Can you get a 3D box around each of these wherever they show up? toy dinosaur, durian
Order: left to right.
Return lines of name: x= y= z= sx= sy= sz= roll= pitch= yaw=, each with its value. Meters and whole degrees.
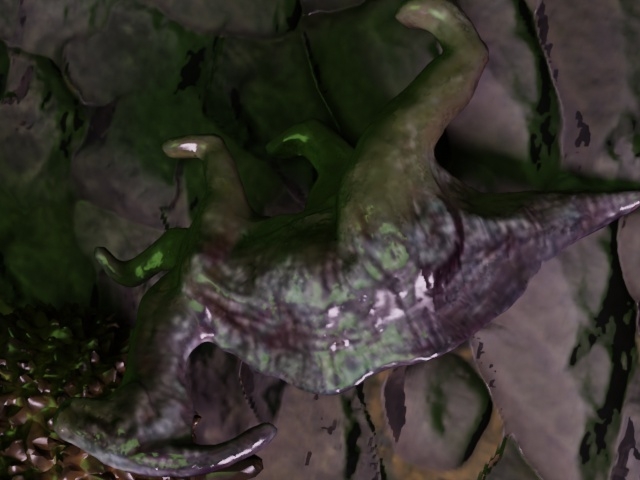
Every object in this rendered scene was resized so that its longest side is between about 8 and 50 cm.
durian: x=-0.124 y=0.122 z=0.935 sx=0.196 sy=0.167 sz=0.196 roll=3 pitch=117 yaw=6
toy dinosaur: x=0.000 y=0.004 z=0.867 sx=0.294 sy=0.077 sz=0.162 roll=-31 pitch=64 yaw=3
